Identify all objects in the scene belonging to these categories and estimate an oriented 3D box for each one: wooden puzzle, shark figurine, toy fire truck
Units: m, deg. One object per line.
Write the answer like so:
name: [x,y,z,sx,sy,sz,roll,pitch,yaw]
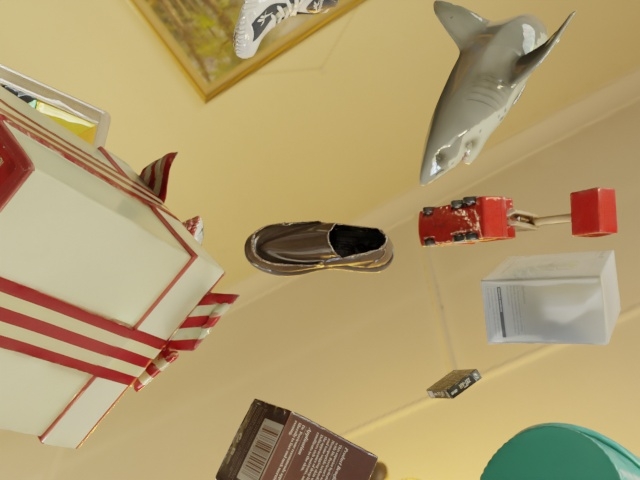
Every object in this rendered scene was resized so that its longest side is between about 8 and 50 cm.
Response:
wooden puzzle: [-0.424,-0.129,1.029,0.044,0.238,0.221,2,-103,34]
shark figurine: [0.153,-0.182,0.632,0.278,0.116,0.166,-49,173,-49]
toy fire truck: [0.206,-0.022,0.747,0.135,0.047,0.192,0,175,-20]

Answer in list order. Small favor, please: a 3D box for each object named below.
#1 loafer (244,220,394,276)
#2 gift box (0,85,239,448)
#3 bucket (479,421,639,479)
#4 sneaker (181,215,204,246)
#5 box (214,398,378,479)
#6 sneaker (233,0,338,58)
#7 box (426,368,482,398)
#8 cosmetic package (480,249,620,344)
loafer: [0.000,0.000,1.639,0.365,0.130,0.134,-2,-115,-5]
gift box: [-0.247,0.013,0.628,0.276,0.258,0.255,-45,-127,4]
bucket: [0.372,0.411,0.996,0.281,0.183,0.281,-32,-140,32]
sneaker: [-0.211,0.021,1.082,0.088,0.093,0.225,-31,-177,-13]
box: [-0.045,0.408,1.220,0.167,0.203,0.168,-9,-130,61]
sneaker: [-0.049,-0.396,1.150,0.094,0.153,0.235,142,-36,-68]
box: [0.226,0.244,1.168,0.067,0.018,0.083,-29,178,-22]
cosmetic package: [0.464,0.110,1.368,0.224,0.138,0.224,-3,-170,29]
